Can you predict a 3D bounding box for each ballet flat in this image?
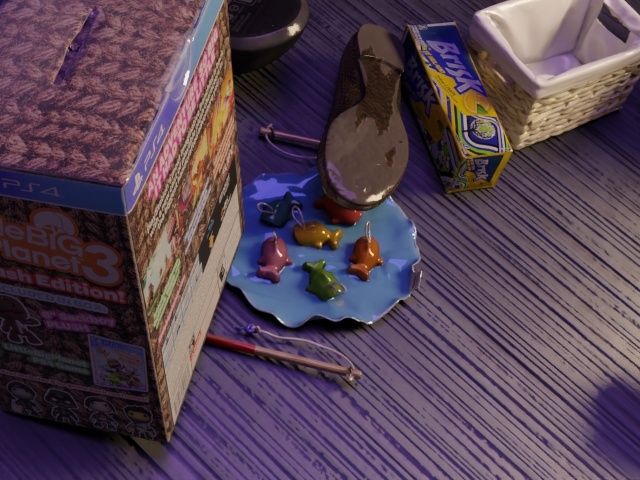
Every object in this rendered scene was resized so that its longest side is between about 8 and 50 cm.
[{"bbox_3d":[0.037,-0.110,1.236,0.084,0.058,0.249,22,44,-15],"label":"ballet flat"}]

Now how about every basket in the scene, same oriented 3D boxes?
[{"bbox_3d":[0.232,-0.177,1.315,0.167,0.103,0.113,-21,59,-27],"label":"basket"}]

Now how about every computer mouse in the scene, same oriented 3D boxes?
[{"bbox_3d":[-0.135,-0.228,1.302,0.272,0.072,0.188,20,51,20],"label":"computer mouse"}]

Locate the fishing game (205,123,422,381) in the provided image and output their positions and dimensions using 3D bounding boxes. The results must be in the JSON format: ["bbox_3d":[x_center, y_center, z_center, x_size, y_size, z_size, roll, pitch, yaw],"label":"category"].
[{"bbox_3d":[0.000,0.000,1.164,0.189,0.041,0.264,15,51,3],"label":"fishing game"}]

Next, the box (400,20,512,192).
[{"bbox_3d":[0.126,-0.132,1.277,0.054,0.059,0.168,-8,58,-19],"label":"box"}]

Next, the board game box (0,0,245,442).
[{"bbox_3d":[-0.158,-0.033,0.979,0.141,0.291,0.232,9,49,9],"label":"board game box"}]
